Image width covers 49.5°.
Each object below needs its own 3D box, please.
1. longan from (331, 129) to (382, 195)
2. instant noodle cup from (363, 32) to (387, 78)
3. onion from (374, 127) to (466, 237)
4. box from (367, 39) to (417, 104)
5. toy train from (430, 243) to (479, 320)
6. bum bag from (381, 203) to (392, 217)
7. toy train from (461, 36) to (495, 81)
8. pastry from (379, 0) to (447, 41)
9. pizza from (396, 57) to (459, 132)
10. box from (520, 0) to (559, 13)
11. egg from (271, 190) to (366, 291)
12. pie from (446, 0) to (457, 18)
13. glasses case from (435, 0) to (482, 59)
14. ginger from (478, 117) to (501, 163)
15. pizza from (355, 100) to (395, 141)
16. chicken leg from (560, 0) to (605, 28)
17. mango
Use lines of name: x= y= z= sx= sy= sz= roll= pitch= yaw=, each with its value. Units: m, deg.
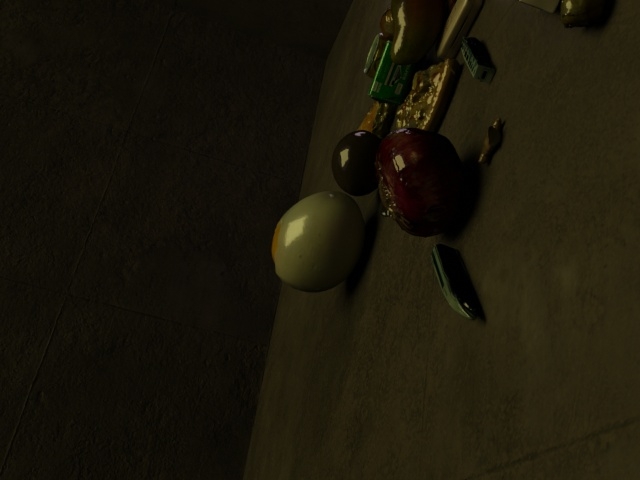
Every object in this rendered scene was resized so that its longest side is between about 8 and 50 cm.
longan: x=0.126 y=-0.245 z=2.164 sx=0.212 sy=0.198 sz=0.198 roll=-63 pitch=0 yaw=-45
instant noodle cup: x=0.228 y=-0.578 z=2.229 sx=0.182 sy=0.144 sz=0.182 roll=-164 pitch=90 yaw=-80
onion: x=0.216 y=-0.126 z=1.493 sx=0.246 sy=0.190 sz=0.246 roll=167 pitch=90 yaw=-82
box: x=0.228 y=-0.483 z=2.028 sx=0.250 sy=0.103 sz=0.180 roll=-42 pitch=-27 yaw=-73
toy train: x=0.256 y=0.089 z=1.328 sx=0.252 sy=0.055 sz=0.048 roll=-92 pitch=21 yaw=-61
bum bag: x=0.213 y=-0.144 z=1.933 sx=0.087 sy=0.049 sz=0.198 roll=-22 pitch=48 yaw=46
toy train: x=0.357 y=-0.421 z=1.597 sx=0.207 sy=0.043 sz=0.047 roll=-89 pitch=14 yaw=-55
pastry: x=0.273 y=-0.673 z=2.067 sx=0.218 sy=0.100 sz=0.229 roll=-37 pitch=2 yaw=-7
pizza: x=0.269 y=-0.360 z=1.865 sx=0.223 sy=0.089 sz=0.323 roll=-96 pitch=25 yaw=-57
box: x=0.405 y=-0.485 z=1.219 sx=0.243 sy=0.067 sz=0.155 roll=-57 pitch=-13 yaw=-65
egg: x=0.000 y=0.000 z=2.179 sx=0.345 sy=0.283 sz=0.283 roll=-57 pitch=18 yaw=35
pie: x=0.354 y=-0.636 z=1.866 sx=0.191 sy=0.033 sz=0.088 roll=-47 pitch=-35 yaw=-72
glasses case: x=0.356 y=-0.558 z=1.795 sx=0.083 sy=0.050 sz=0.196 roll=-82 pitch=13 yaw=-48
ginger: x=0.342 y=-0.197 z=1.384 sx=0.097 sy=0.030 sz=0.048 roll=-69 pitch=-17 yaw=11
pizza: x=0.189 y=-0.370 z=2.340 sx=0.280 sy=0.075 sz=0.288 roll=-95 pitch=25 yaw=-53
chicken leg: x=0.434 y=-0.412 z=1.150 sx=0.093 sy=0.070 sz=0.178 roll=112 pitch=177 yaw=-59
mango: x=0.262 y=-0.605 z=1.868 sx=0.129 sy=0.146 sz=0.289 roll=96 pitch=177 yaw=-71
